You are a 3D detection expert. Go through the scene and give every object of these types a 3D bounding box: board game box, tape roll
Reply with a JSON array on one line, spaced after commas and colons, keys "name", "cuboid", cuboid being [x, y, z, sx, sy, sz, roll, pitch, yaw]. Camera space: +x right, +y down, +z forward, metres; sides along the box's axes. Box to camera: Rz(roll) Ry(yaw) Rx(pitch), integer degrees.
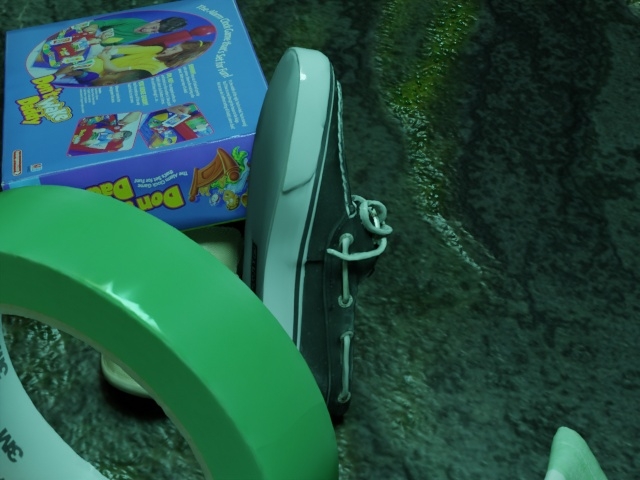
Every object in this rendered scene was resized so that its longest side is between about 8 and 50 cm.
[{"name": "board game box", "cuboid": [-0.166, -0.117, 1.328, 0.233, 0.078, 0.347, -11, 30, -5]}, {"name": "tape roll", "cuboid": [-0.144, 0.119, 0.962, 0.321, 0.321, 0.077, 25, 43, 18]}]

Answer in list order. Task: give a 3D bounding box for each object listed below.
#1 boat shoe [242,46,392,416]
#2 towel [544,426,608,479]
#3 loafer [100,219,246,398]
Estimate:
[{"name": "boat shoe", "cuboid": [0.001, 0.002, 1.148, 0.105, 0.306, 0.113, 1, 13, -16]}, {"name": "towel", "cuboid": [0.174, 0.298, 0.865, 0.038, 0.248, 0.325, -19, 19, 26]}, {"name": "loafer", "cuboid": [-0.119, 0.026, 1.248, 0.102, 0.092, 0.268, 10, 38, 6]}]
